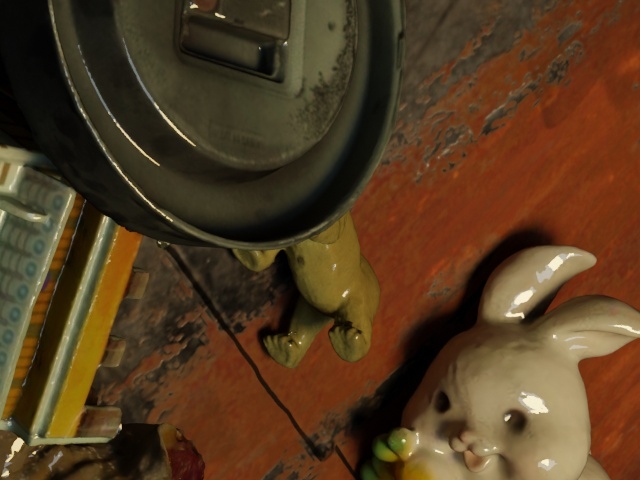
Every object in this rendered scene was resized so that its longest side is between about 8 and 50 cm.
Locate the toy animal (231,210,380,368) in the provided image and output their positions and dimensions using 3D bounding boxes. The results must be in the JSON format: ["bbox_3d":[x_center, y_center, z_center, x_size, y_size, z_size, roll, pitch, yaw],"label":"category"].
[{"bbox_3d":[0.000,0.000,1.430,0.101,0.103,0.219,-49,136,-34],"label":"toy animal"}]

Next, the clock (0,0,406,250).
[{"bbox_3d":[-0.067,-0.145,1.126,0.312,0.061,0.313,7,80,-47],"label":"clock"}]

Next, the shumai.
[{"bbox_3d":[-0.189,0.205,1.302,0.184,0.185,0.218,18,101,-50],"label":"shumai"}]

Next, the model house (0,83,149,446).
[{"bbox_3d":[-0.230,0.004,1.154,0.215,0.198,0.224,6,110,-48],"label":"model house"}]

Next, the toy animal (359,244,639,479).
[{"bbox_3d":[0.178,0.177,1.610,0.247,0.182,0.310,-33,126,-28],"label":"toy animal"}]
